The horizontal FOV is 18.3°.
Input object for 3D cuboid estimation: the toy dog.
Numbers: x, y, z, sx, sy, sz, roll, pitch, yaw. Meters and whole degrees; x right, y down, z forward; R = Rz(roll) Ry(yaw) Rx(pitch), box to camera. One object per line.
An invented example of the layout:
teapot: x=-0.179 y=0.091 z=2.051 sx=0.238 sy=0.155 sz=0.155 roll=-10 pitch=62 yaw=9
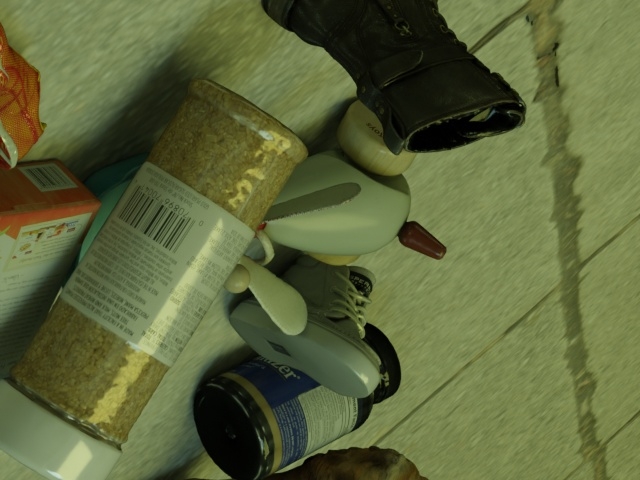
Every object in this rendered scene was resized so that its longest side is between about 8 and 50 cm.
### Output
toy dog: x=0.000 y=0.000 z=1.893 sx=0.334 sy=0.161 sz=0.220 roll=-38 pitch=157 yaw=-32

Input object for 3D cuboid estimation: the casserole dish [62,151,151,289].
casserole dish: x=-0.183 y=-0.010 z=1.795 sx=0.114 sy=0.037 sz=0.188 roll=-24 pitch=148 yaw=-36

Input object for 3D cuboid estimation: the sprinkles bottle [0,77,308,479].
sprinkles bottle: x=-0.150 y=0.039 z=1.691 sx=0.355 sy=0.121 sz=0.121 roll=-58 pitch=154 yaw=-3

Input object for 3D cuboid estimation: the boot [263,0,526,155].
boot: x=0.099 y=-0.171 z=1.750 sx=0.263 sy=0.229 sz=0.091 roll=-24 pitch=147 yaw=-35

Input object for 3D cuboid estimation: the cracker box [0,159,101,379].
cracker box: x=-0.299 y=0.046 z=1.673 sx=0.156 sy=0.067 sz=0.232 roll=-10 pitch=136 yaw=-51

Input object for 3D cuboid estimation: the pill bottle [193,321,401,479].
pill bottle: x=-0.021 y=0.171 z=2.187 sx=0.219 sy=0.123 sz=0.123 roll=-25 pitch=147 yaw=-36

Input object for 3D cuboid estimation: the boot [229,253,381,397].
boot: x=0.010 y=0.072 z=1.998 sx=0.123 sy=0.258 sz=0.095 roll=-45 pitch=118 yaw=-15

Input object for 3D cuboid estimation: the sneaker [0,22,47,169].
sneaker: x=-0.249 y=-0.126 z=1.527 sx=0.067 sy=0.064 sz=0.175 roll=-55 pitch=165 yaw=-26

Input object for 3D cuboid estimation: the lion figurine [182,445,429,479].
lion figurine: x=-0.087 y=0.311 z=2.194 sx=0.240 sy=0.392 sz=0.142 roll=-61 pitch=148 yaw=-57
